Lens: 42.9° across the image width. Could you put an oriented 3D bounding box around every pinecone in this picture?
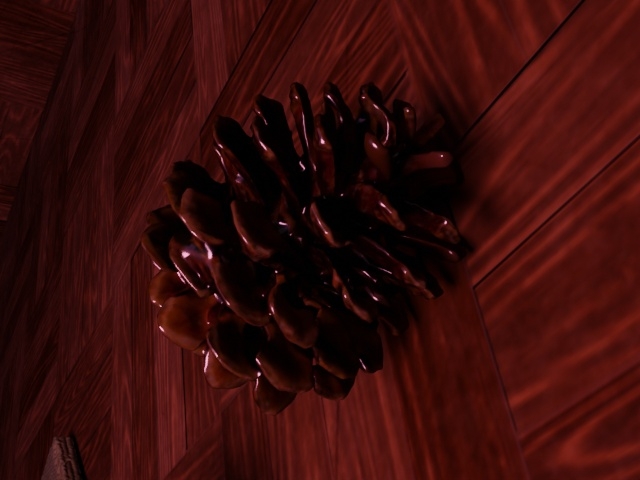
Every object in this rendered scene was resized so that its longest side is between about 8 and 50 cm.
[{"bbox_3d":[0.000,-0.008,0.429,0.165,0.163,0.162,-40,43,27],"label":"pinecone"}]

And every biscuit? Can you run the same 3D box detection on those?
[{"bbox_3d":[-0.344,0.357,1.080,0.199,0.041,0.121,33,107,63],"label":"biscuit"}]
